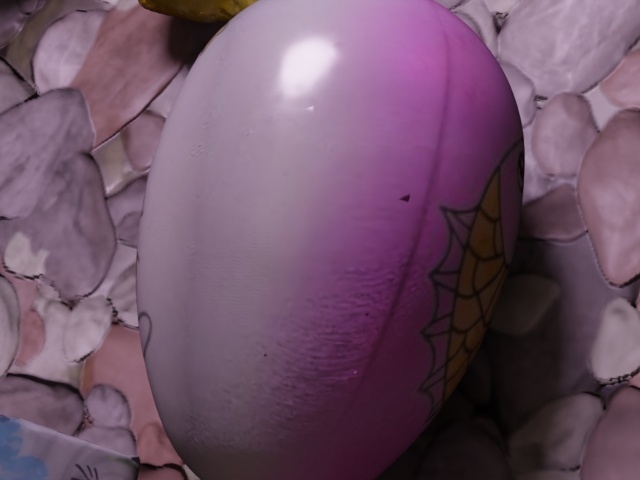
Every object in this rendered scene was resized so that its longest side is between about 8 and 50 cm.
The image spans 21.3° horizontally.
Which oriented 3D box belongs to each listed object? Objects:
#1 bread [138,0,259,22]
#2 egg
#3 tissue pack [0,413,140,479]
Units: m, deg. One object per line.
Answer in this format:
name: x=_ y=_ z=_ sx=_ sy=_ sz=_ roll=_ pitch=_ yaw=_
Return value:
bread: x=-0.019 y=-0.232 z=1.028 sx=0.160 sy=0.088 sz=0.233 roll=12 pitch=73 yaw=33
egg: x=0.000 y=0.000 z=0.867 sx=0.196 sy=0.196 sz=0.271 roll=23 pitch=93 yaw=30
tissue pack: x=-0.158 y=0.221 z=0.888 sx=0.159 sy=0.145 sz=0.229 roll=-24 pitch=50 yaw=66
